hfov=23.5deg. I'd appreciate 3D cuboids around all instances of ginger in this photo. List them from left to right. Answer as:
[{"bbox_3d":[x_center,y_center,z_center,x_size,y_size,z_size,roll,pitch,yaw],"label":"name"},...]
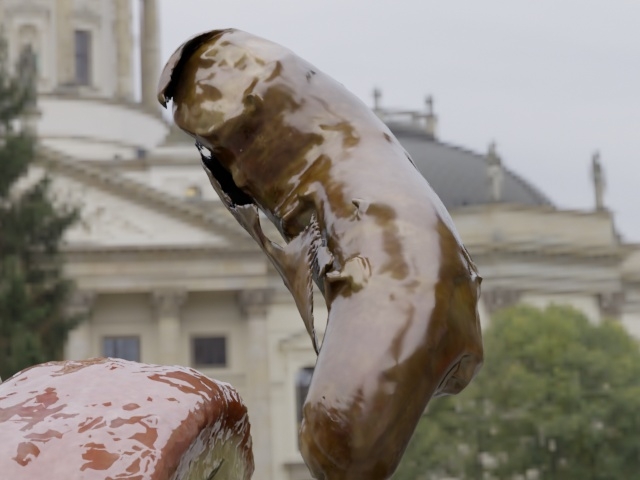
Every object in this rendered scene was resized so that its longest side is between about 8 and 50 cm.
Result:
[{"bbox_3d":[0.010,-0.003,0.862,0.133,0.309,0.107,0,-47,-34],"label":"ginger"}]

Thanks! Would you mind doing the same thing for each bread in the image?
[{"bbox_3d":[-0.104,0.142,0.673,0.123,0.190,0.244,7,11,7],"label":"bread"}]

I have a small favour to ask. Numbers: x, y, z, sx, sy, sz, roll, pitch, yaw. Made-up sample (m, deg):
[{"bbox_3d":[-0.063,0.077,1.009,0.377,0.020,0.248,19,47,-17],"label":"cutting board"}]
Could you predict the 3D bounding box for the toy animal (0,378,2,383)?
[{"bbox_3d":[-0.325,0.138,1.130,0.208,0.204,0.156,18,6,31],"label":"toy animal"}]
